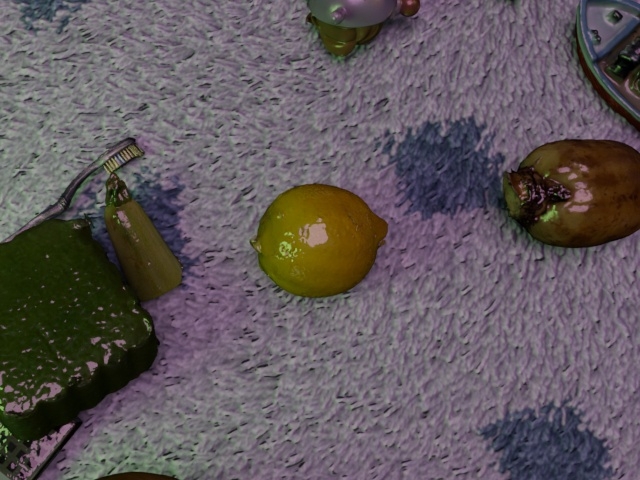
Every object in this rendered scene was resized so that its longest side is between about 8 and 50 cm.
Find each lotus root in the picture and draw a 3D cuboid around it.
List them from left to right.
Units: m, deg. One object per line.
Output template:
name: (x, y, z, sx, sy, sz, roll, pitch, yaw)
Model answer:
lotus root: (0.418, -0.074, 1.169, 0.314, 0.141, 0.169, -4, 81, -12)

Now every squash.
squash: (-0.290, -0.011, 1.167, 0.090, 0.075, 0.200, -19, 102, 13)

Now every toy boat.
toy boat: (0.540, -0.278, 1.217, 0.145, 0.133, 0.332, -42, 83, -8)

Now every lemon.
lemon: (0.000, 0.000, 1.123, 0.206, 0.173, 0.173, -5, 79, 1)

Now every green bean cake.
green bean cake: (-0.390, 0.122, 1.074, 0.247, 0.156, 0.250, -33, 73, -24)

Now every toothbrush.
toothbrush: (-0.444, -0.026, 1.164, 0.413, 0.035, 0.042, -42, 86, -15)

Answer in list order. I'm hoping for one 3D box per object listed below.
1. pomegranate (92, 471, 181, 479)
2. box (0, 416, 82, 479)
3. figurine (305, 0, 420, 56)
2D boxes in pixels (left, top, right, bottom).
pomegranate: (-0.232, 0.489, 0.910, 0.416, 0.416, 0.417, 0, 79, -2)
box: (-0.539, 0.244, 1.119, 0.325, 0.047, 0.180, 37, 80, 6)
figurine: (0.083, -0.438, 1.238, 0.194, 0.133, 0.274, 36, 77, 20)
